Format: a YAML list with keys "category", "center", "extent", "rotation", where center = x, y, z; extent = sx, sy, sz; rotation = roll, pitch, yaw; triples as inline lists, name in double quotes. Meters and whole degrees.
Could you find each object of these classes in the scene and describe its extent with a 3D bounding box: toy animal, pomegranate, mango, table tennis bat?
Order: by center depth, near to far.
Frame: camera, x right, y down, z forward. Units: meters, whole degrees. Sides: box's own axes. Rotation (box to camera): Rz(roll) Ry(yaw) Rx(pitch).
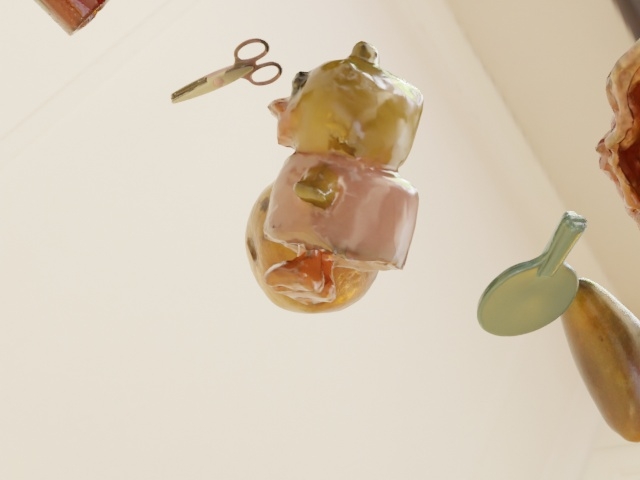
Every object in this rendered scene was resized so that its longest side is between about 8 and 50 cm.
- category: "toy animal"
  center: [0.024, -0.077, 1.166]
  extent: [0.195, 0.169, 0.281]
  rotation: [50, -139, -76]
- category: "table tennis bat"
  center: [0.305, 0.052, 1.529]
  extent: [0.149, 0.237, 0.038]
  rotation: [3, -136, -21]
- category: "pomegranate"
  center: [0.000, 0.000, 1.578]
  extent: [0.215, 0.215, 0.215]
  rotation: [20, -118, -43]
- category: "mango"
  center: [0.454, 0.178, 1.683]
  extent: [0.111, 0.133, 0.267]
  rotation: [-20, -97, -25]

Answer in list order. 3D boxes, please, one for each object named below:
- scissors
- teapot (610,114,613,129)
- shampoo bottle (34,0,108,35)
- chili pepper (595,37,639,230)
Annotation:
- category: "scissors"
  center: [-0.147, -0.244, 1.643]
  extent: [0.022, 0.176, 0.085]
  rotation: [-97, -19, -45]
- category: "teapot"
  center: [0.544, -0.164, 1.736]
  extent: [0.298, 0.139, 0.204]
  rotation: [-86, 3, -84]
- category: "shampoo bottle"
  center: [-0.354, -0.358, 1.184]
  extent: [0.314, 0.076, 0.118]
  rotation: [45, -170, -15]
- category: "chili pepper"
  center: [0.321, -0.049, 0.603]
  extent: [0.305, 0.251, 0.229]
  rotation: [-22, -49, -38]
